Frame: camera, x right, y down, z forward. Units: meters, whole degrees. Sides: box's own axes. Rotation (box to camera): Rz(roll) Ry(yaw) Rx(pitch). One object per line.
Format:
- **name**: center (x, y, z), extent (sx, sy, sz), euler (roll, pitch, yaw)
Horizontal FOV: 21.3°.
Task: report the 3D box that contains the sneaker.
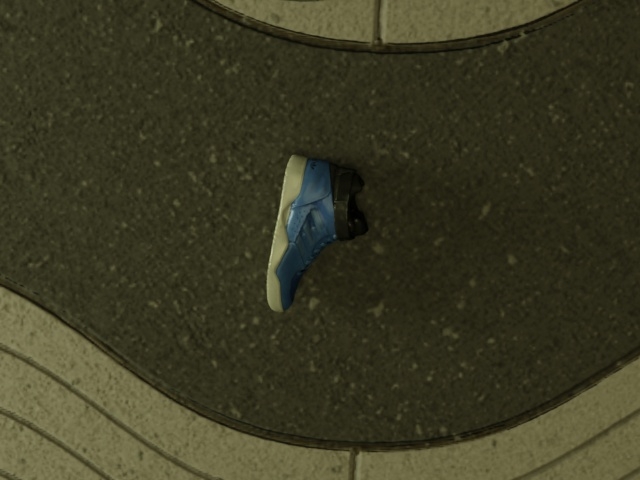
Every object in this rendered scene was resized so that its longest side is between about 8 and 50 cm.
- **sneaker**: center (0.000, 0.000, 1.607), extent (0.085, 0.058, 0.152), euler (11, 99, 5)
